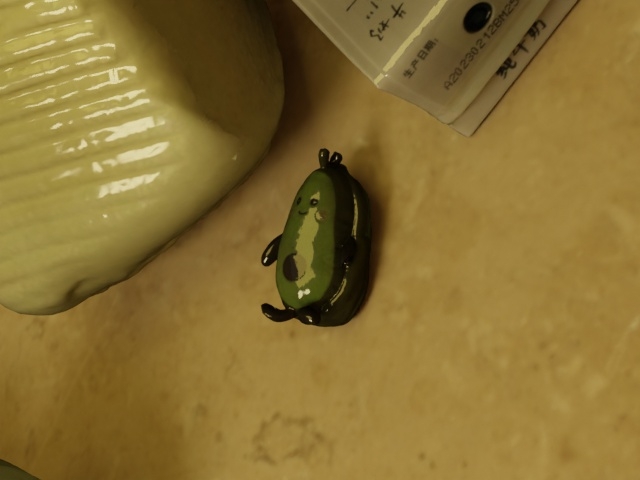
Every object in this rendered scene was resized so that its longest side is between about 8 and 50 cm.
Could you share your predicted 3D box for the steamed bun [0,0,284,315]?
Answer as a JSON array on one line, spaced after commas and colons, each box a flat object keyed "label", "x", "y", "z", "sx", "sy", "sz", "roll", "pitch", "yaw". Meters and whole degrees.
[{"label": "steamed bun", "x": -0.163, "y": -0.126, "z": 1.034, "sx": 0.290, "sy": 0.273, "sz": 0.272, "roll": -25, "pitch": 26, "yaw": 37}]

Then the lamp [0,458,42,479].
[{"label": "lamp", "x": -0.253, "y": 0.273, "z": 0.963, "sx": 0.272, "sy": 0.205, "sz": 0.374, "roll": -38, "pitch": 37, "yaw": 29}]

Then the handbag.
[{"label": "handbag", "x": 0.000, "y": 0.000, "z": 0.955, "sx": 0.072, "sy": 0.047, "sz": 0.111, "roll": 2, "pitch": 78, "yaw": 43}]

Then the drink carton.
[{"label": "drink carton", "x": 0.048, "y": -0.184, "z": 0.945, "sx": 0.134, "sy": 0.102, "sz": 0.222, "roll": -51, "pitch": 47, "yaw": 14}]
